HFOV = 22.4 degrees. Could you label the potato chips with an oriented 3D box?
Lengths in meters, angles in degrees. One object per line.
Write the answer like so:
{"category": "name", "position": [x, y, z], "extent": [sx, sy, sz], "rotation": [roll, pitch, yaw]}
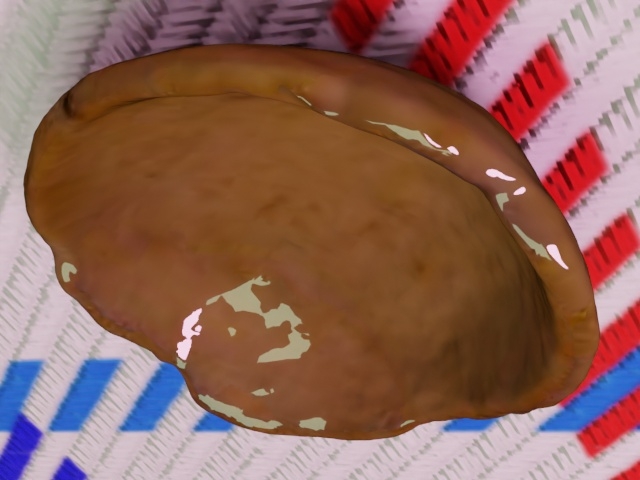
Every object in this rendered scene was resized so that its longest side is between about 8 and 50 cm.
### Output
{"category": "potato chips", "position": [0.000, -0.001, 0.529], "extent": [0.195, 0.062, 0.208], "rotation": [14, 149, 14]}
